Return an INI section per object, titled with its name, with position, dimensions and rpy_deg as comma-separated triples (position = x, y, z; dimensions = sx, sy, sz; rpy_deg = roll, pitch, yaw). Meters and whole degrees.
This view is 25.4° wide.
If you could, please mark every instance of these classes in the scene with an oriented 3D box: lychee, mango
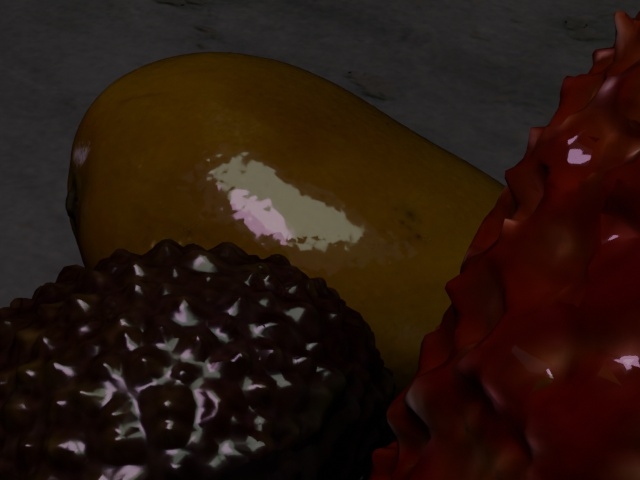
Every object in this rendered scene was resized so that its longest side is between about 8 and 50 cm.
[lychee]
position = -0.061, 0.085, 0.525
dimensions = 0.188, 0.188, 0.188
rpy_deg = 1, 36, -1
[mango]
position = -0.006, 0.002, 0.666
dimensions = 0.254, 0.139, 0.175
rpy_deg = 25, 38, 20

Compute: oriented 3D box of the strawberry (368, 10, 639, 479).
[strawberry]
position = 0.129, 0.080, 0.401
dimensions = 0.292, 0.343, 0.292
rpy_deg = -2, 32, 1
